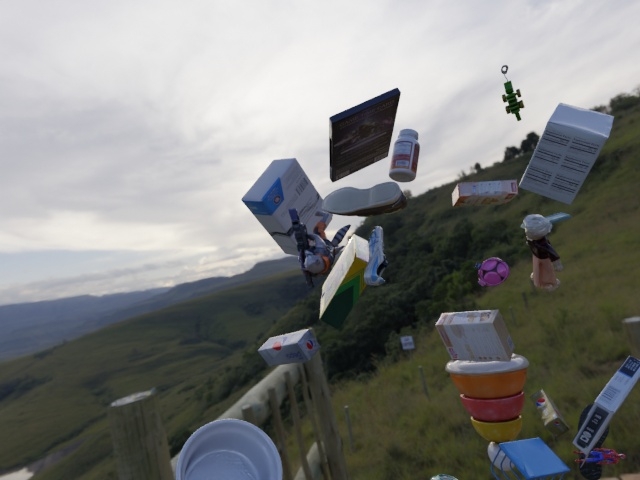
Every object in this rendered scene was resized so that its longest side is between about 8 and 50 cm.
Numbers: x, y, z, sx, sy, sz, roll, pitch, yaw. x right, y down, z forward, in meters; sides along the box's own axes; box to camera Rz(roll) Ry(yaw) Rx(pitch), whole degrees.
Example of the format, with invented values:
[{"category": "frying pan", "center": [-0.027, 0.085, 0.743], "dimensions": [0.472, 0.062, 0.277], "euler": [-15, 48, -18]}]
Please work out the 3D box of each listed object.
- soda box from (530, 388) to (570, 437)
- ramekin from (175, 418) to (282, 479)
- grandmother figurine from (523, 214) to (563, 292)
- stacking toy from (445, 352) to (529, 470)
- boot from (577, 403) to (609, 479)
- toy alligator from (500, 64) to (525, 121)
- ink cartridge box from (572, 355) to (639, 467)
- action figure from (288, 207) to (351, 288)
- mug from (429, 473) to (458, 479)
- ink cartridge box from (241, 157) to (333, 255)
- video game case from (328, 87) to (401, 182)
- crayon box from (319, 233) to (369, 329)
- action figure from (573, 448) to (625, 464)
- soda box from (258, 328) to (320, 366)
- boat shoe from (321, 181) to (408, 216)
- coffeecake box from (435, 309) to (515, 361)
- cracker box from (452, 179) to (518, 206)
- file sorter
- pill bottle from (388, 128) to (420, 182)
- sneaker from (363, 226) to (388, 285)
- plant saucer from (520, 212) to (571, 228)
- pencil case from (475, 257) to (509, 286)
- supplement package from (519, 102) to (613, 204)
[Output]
[{"category": "soda box", "center": [0.836, 0.629, 1.539], "dimensions": [0.058, 0.061, 0.181], "euler": [-44, 2, 17]}, {"category": "ramekin", "center": [-0.253, 0.642, 1.127], "dimensions": [0.277, 0.277, 0.135], "euler": [-8, -46, -40]}, {"category": "grandmother figurine", "center": [0.830, 0.045, 1.580], "dimensions": [0.104, 0.342, 0.208], "euler": [-32, 32, -3]}, {"category": "stacking toy", "center": [0.753, 0.743, 1.822], "dimensions": [0.351, 0.479, 0.350], "euler": [-6, -11, -1]}, {"category": "boot", "center": [0.902, 0.660, 1.415], "dimensions": [0.083, 0.246, 0.161], "euler": [8, -5, 27]}, {"category": "toy alligator", "center": [0.624, -0.480, 1.378], "dimensions": [0.056, 0.189, 0.051], "euler": [-15, 14, 34]}, {"category": "ink cartridge box", "center": [0.666, 0.398, 0.983], "dimensions": [0.206, 0.208, 0.045], "euler": [-24, 39, -34]}, {"category": "action figure", "center": [0.000, 0.000, 1.648], "dimensions": [0.179, 0.341, 0.330], "euler": [-5, 30, 19]}, {"category": "mug", "center": [0.443, 0.885, 1.466], "dimensions": [0.129, 0.097, 0.158], "euler": [10, -12, 7]}, {"category": "ink cartridge box", "center": [-0.146, -0.153, 2.019], "dimensions": [0.166, 0.395, 0.285], "euler": [7, 53, 43]}, {"category": "video game case", "center": [0.113, -0.276, 1.147], "dimensions": [0.196, 0.026, 0.274], "euler": [-26, -23, -10]}, {"category": "crayon box", "center": [0.118, 0.167, 1.846], "dimensions": [0.106, 0.313, 0.363], "euler": [29, 15, -6]}, {"category": "action figure", "center": [0.728, 0.564, 1.097], "dimensions": [0.115, 0.038, 0.030], "euler": [-20, -41, 32]}, {"category": "soda box", "center": [-0.137, 0.460, 1.787], "dimensions": [0.286, 0.098, 0.091], "euler": [-23, 14, 44]}, {"category": "boat shoe", "center": [0.155, -0.136, 1.527], "dimensions": [0.324, 0.116, 0.097], "euler": [-6, -30, 35]}, {"category": "coffeecake box", "center": [0.470, 0.293, 1.285], "dimensions": [0.185, 0.142, 0.068], "euler": [-15, 20, 44]}, {"category": "cracker box", "center": [0.687, -0.195, 1.769], "dimensions": [0.232, 0.067, 0.156], "euler": [-3, -11, 8]}, {"category": "file sorter", "center": [0.620, 0.683, 1.256], "dimensions": [0.170, 0.104, 0.118], "euler": [6, 21, -24]}, {"category": "pill bottle", "center": [0.373, -0.374, 1.848], "dimensions": [0.121, 0.216, 0.121], "euler": [11, -15, 3]}, {"category": "sneaker", "center": [0.220, 0.058, 1.588], "dimensions": [0.086, 0.237, 0.085], "euler": [0, -25, 22]}, {"category": "plant saucer", "center": [0.967, -0.084, 1.805], "dimensions": [0.192, 0.018, 0.067], "euler": [-17, 15, 1]}, {"category": "pencil case", "center": [0.555, 0.105, 1.364], "dimensions": [0.098, 0.095, 0.209], "euler": [-57, -23, 9]}, {"category": "supplement package", "center": [0.692, -0.249, 1.188], "dimensions": [0.149, 0.203, 0.194], "euler": [26, 42, 23]}]
